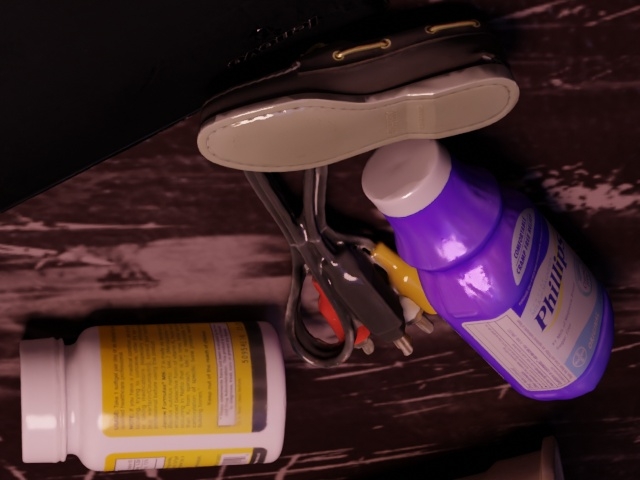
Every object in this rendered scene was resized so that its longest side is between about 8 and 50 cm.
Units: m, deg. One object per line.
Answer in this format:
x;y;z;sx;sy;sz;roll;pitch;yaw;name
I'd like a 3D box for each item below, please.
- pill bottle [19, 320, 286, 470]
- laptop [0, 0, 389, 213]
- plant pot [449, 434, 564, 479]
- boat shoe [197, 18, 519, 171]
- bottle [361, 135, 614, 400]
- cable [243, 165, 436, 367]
-0.139;0.127;1.193;0.208;0.119;0.119;-1;134;-12;pill bottle
-0.220;-0.214;0.910;0.382;0.236;0.408;-26;105;13;laptop
0.087;0.363;1.368;0.305;0.334;0.334;-6;136;10;plant pot
0.022;-0.105;1.027;0.227;0.069;0.081;-10;151;-8;boat shoe
0.135;0.018;1.146;0.092;0.118;0.283;-8;142;36;bottle
0.000;0.000;1.161;0.139;0.072;0.287;-22;123;22;cable
